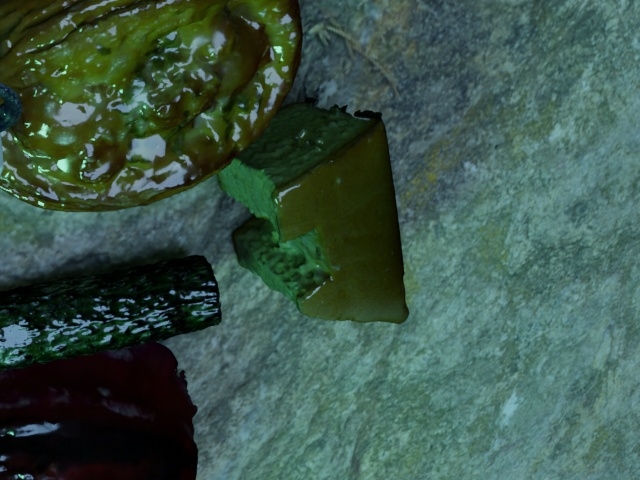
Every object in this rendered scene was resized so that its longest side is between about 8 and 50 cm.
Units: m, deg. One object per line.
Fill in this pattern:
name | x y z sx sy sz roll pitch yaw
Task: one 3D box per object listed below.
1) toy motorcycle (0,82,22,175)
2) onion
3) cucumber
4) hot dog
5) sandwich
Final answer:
toy motorcycle | -0.279 -0.044 0.743 0.150 0.102 0.221 0 153 -26
onion | -0.211 0.221 0.972 0.314 0.146 0.280 11 103 -37
cucumber | -0.217 0.065 0.932 0.294 0.067 0.067 -10 120 -29
hot dog | -0.135 -0.128 0.851 0.272 0.122 0.196 -30 136 -24
sandwich | 0.000 0.000 1.026 0.128 0.122 0.235 -32 130 -23
